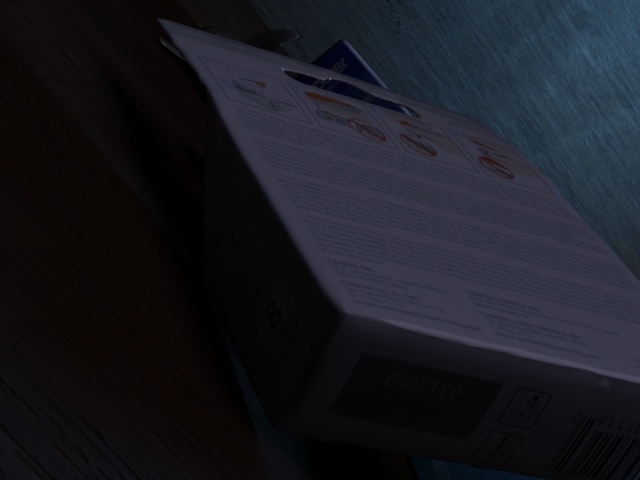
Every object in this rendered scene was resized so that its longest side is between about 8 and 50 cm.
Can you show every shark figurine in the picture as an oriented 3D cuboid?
[{"bbox_3d":[-0.051,-0.145,1.388,0.278,0.116,0.166,55,8,23],"label":"shark figurine"}]

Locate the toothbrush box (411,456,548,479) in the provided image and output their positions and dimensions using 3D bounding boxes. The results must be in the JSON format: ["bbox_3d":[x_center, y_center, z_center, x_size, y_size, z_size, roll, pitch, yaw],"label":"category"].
[{"bbox_3d":[0.186,0.242,0.989,0.216,0.126,0.295,52,8,-16],"label":"toothbrush box"}]

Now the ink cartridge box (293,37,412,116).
[{"bbox_3d":[0.074,-0.083,1.701,0.395,0.151,0.270,51,5,6],"label":"ink cartridge box"}]

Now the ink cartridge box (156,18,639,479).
[{"bbox_3d":[0.056,0.002,0.936,0.308,0.091,0.385,14,25,-30],"label":"ink cartridge box"}]
